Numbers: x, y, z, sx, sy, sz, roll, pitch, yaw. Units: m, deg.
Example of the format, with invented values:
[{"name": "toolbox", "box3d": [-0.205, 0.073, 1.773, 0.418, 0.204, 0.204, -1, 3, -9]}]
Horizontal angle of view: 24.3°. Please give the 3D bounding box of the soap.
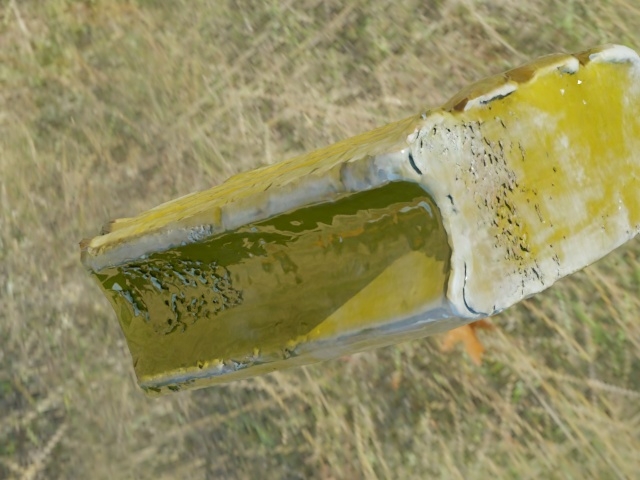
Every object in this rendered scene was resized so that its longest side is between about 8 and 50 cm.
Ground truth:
[{"name": "soap", "box3d": [0.000, 0.000, 0.622, 0.160, 0.257, 0.080, -24, 94, -44]}]
